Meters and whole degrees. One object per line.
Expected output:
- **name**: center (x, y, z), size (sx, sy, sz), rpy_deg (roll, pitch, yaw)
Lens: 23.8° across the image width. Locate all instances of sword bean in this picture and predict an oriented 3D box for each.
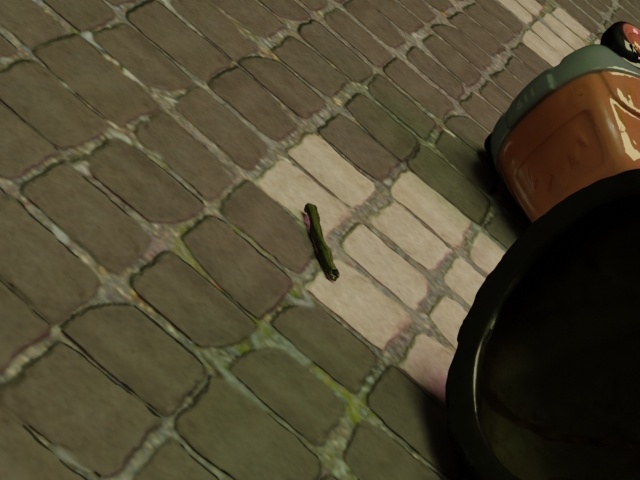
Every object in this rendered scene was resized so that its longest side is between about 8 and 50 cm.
- **sword bean**: center (0.000, 0.000, 1.125), size (0.012, 0.012, 0.083), rpy_deg (24, 30, -32)

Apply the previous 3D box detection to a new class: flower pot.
- **flower pot**: center (0.263, 0.121, 1.013), size (0.267, 0.266, 0.266), rpy_deg (36, 22, -34)

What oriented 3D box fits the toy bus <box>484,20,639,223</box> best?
- **toy bus**: center (0.310, -0.054, 1.465), size (0.287, 0.194, 0.232), rpy_deg (24, 36, -33)
